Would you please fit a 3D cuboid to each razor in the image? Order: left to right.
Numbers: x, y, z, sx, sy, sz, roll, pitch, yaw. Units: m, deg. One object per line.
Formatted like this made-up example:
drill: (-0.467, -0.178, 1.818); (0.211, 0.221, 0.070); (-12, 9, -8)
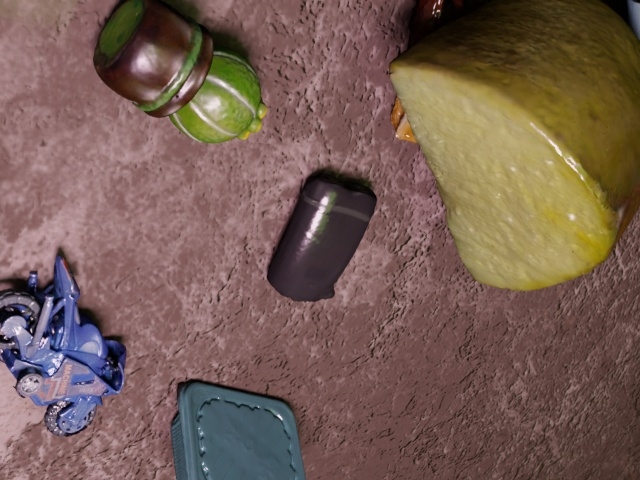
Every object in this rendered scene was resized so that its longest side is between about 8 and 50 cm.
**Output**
razor: (0.000, 0.000, 0.958); (0.090, 0.054, 0.148); (14, 112, -32)

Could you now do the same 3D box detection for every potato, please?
potato: (0.265, -0.120, 0.876); (0.280, 0.212, 0.330); (-50, 137, -23)

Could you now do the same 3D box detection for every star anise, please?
star anise: (0.147, -0.284, 0.850); (0.157, 0.053, 0.213); (-20, 125, -13)

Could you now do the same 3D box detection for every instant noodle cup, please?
instant noodle cup: (-0.105, 0.262, 1.024); (0.179, 0.157, 0.070); (23, 130, -39)

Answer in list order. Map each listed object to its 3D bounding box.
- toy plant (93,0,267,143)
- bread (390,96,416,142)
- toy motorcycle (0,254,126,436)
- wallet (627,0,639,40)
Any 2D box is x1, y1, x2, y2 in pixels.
toy plant: (-0.116, -0.144, 0.766); (0.162, 0.093, 0.093); (31, 102, -41)
bread: (0.140, -0.141, 0.945); (0.132, 0.053, 0.074); (4, 119, -36)
toy motorcycle: (-0.262, 0.115, 0.873); (0.114, 0.076, 0.205); (-33, 130, -19)
wallet: (0.403, -0.208, 0.992); (0.176, 0.075, 0.250); (-61, 145, -39)
